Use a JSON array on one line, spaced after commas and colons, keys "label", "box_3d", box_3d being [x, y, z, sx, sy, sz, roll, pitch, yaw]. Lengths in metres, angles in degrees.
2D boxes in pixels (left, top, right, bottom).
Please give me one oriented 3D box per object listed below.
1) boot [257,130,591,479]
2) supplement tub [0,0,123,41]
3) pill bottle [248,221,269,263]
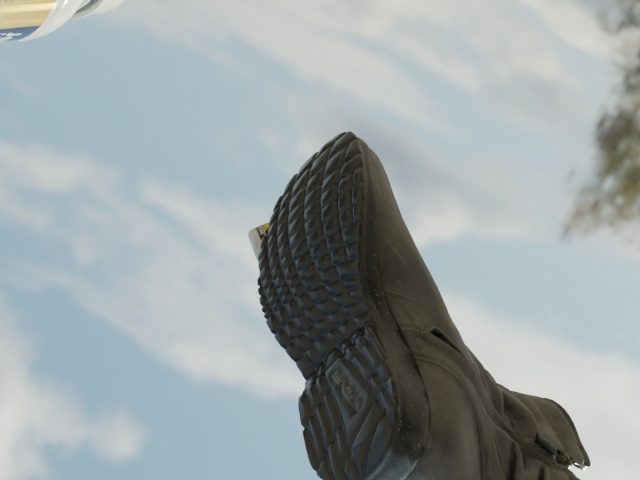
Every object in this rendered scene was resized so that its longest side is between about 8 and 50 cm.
[{"label": "boot", "box_3d": [0.079, 0.088, 1.426, 0.223, 0.118, 0.338, 28, -144, -32]}, {"label": "supplement tub", "box_3d": [-0.322, -0.272, 1.630, 0.316, 0.228, 0.228, -10, -143, -38]}, {"label": "pill bottle", "box_3d": [0.000, 0.000, 1.738, 0.065, 0.116, 0.065, 159, 90, -87]}]
